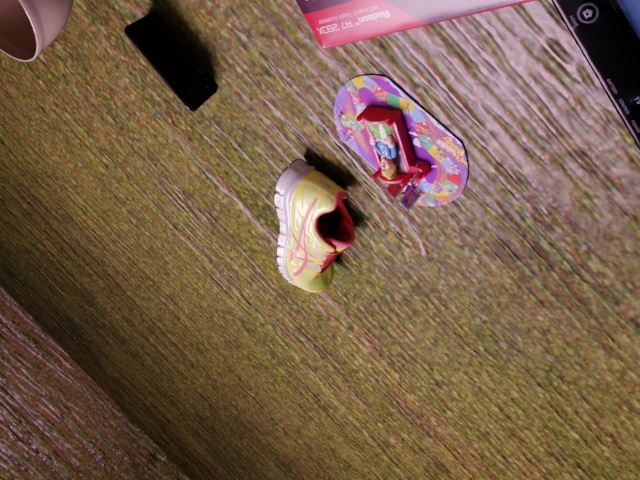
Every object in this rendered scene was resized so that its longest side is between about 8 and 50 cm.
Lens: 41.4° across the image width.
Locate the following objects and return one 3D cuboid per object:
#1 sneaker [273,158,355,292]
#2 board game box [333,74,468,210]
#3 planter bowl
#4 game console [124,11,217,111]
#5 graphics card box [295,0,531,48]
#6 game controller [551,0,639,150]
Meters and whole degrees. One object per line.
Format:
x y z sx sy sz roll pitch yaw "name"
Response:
0.000 0.000 1.052 0.094 0.081 0.209 24 146 26 "sneaker"
0.074 -0.094 0.885 0.168 0.033 0.133 42 151 2 "board game box"
-0.371 -0.321 1.056 0.162 0.109 0.162 31 148 22 "planter bowl"
-0.192 -0.206 1.025 0.122 0.071 0.107 51 150 -13 "game console"
0.013 -0.326 0.594 0.232 0.094 0.371 3 131 50 "graphics card box"
0.223 -0.177 0.509 0.166 0.067 0.319 -31 108 20 "game controller"
